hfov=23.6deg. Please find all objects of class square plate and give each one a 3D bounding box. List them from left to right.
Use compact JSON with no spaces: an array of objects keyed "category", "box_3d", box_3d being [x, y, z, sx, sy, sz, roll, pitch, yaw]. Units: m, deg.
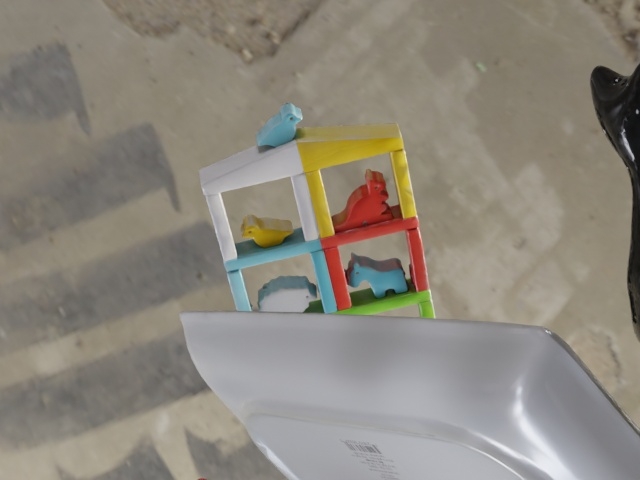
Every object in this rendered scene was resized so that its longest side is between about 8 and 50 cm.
[{"category":"square plate","box_3d":[0.100,0.171,0.897,0.344,0.347,0.049,48,64,-24]}]

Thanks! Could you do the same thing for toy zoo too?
[{"category":"toy zoo","box_3d":[0.000,0.000,1.470,0.192,0.030,0.293,-13,124,0]}]

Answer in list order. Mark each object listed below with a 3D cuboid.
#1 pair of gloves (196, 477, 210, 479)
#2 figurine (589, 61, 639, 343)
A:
[{"category":"pair of gloves","box_3d":[-0.086,0.183,0.727,0.159,0.198,0.023,-20,125,-24]},{"category":"figurine","box_3d":[0.279,-0.042,1.049,0.092,0.215,0.209,-17,90,-31]}]
